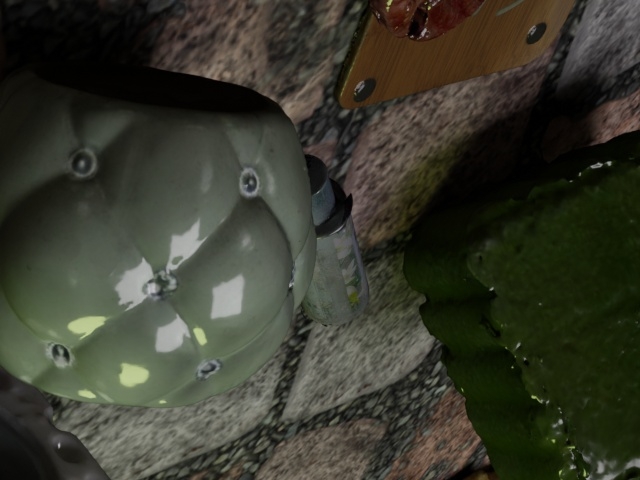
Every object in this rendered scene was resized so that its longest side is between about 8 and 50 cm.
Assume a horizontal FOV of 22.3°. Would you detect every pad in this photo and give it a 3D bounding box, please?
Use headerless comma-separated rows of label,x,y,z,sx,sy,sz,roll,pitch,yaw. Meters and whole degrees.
pad,0.152,-0.243,1.339,0.284,0.018,0.286,-18,143,-42

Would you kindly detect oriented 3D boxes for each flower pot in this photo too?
flower pot,-0.121,-0.006,1.043,0.246,0.246,0.195,-5,110,-51

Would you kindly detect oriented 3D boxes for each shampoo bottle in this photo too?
shampoo bottle,0.000,0.000,1.404,0.072,0.072,0.214,-38,152,-13

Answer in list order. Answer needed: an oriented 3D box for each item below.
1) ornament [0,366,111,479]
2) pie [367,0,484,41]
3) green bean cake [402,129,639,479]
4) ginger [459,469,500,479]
ornament,-0.301,0.235,1.122,0.240,0.239,0.240,-6,134,-51
pie,0.097,-0.219,1.238,0.153,0.038,0.153,-35,150,-23
green bean cake,0.268,0.067,1.584,0.319,0.335,0.218,-20,-179,-22
ginger,0.200,0.356,2.164,0.299,0.065,0.118,-16,128,-45
